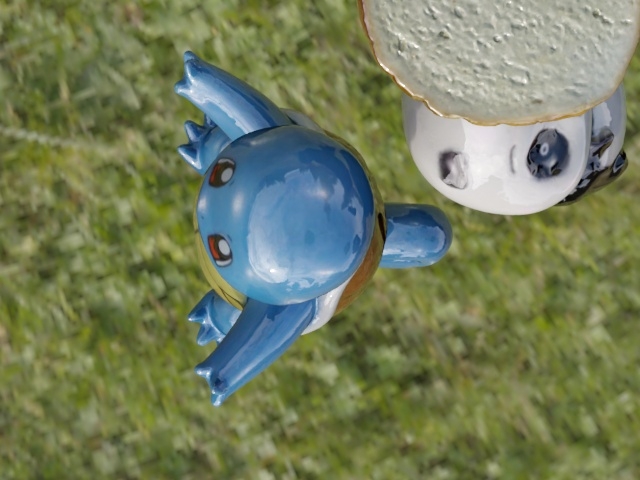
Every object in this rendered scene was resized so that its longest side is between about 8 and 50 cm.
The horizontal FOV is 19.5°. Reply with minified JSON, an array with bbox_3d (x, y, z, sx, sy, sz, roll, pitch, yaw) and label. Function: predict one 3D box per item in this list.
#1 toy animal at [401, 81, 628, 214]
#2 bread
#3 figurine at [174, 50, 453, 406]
[{"bbox_3d":[0.168,-0.114,1.625,0.165,0.187,0.235,-7,178,24],"label":"toy animal"},{"bbox_3d":[0.139,-0.198,1.431,0.236,0.070,0.236,0,104,-1],"label":"bread"},{"bbox_3d":[-0.036,-0.002,1.639,0.243,0.416,0.298,4,88,16],"label":"figurine"}]
